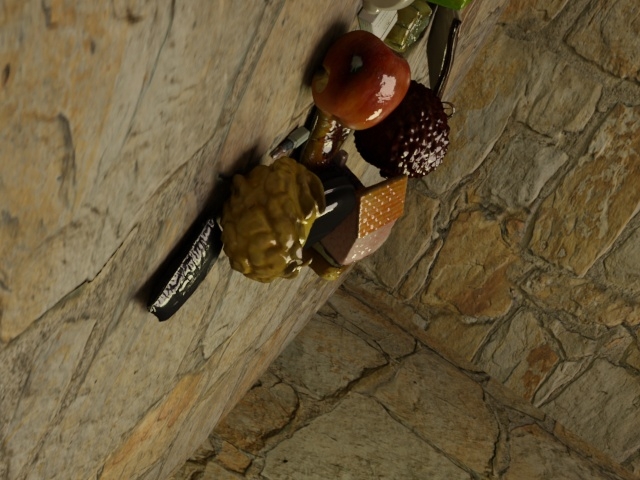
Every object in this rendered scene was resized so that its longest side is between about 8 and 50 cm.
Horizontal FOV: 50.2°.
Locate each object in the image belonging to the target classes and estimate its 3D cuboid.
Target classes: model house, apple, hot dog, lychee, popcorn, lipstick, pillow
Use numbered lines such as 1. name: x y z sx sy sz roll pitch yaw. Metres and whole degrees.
1. model house: 0.091 -0.109 1.763 0.202 0.237 0.237 -21 155 -36
2. apple: 0.071 -0.303 1.308 0.199 0.199 0.199 -54 171 -12
3. hot dog: 0.024 -0.245 1.531 0.162 0.082 0.270 -48 168 -46
4. lychee: 0.212 -0.278 1.810 0.264 0.264 0.300 -31 128 -70
5. popcorn: -0.088 -0.044 1.296 0.250 0.190 0.250 -172 -90 -89
6. lipstick: -0.066 -0.198 1.407 0.107 0.025 0.025 -43 166 -32
7. pillow: -0.246 0.056 1.264 0.208 0.055 0.141 -56 173 -14

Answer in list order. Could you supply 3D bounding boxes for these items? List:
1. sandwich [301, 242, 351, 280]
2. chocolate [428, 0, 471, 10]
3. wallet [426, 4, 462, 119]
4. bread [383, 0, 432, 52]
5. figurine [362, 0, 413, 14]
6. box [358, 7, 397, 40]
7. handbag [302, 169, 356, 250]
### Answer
1. sandwich: 0.000 0.000 1.856 0.186 0.215 0.065 -44 167 -49
2. chocolate: 0.358 -0.687 1.506 0.301 0.137 0.288 -49 169 -38
3. wallet: 0.335 -0.525 1.834 0.335 0.068 0.274 92 -2 -54
4. bread: 0.210 -0.509 1.611 0.156 0.064 0.117 -44 167 -49
5. figurine: 0.153 -0.504 1.171 0.235 0.127 0.155 -56 163 -35
6. box: 0.120 -0.457 1.401 0.084 0.040 0.154 -58 172 1
7. handbag: -0.046 -0.046 1.580 0.254 0.093 0.308 -26 168 -35
